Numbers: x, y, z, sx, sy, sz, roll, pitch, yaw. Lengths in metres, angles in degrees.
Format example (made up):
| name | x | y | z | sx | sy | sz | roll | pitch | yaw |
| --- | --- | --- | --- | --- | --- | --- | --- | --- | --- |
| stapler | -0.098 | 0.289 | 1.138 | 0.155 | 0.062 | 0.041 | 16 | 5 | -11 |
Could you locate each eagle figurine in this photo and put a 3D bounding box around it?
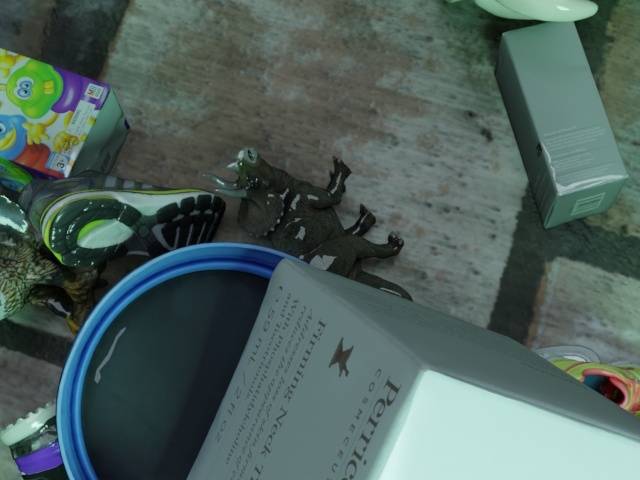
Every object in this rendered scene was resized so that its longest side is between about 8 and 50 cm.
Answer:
| name | x | y | z | sx | sy | sz | roll | pitch | yaw |
| --- | --- | --- | --- | --- | --- | --- | --- | --- | --- |
| eagle figurine | -0.419 | 0.053 | 1.542 | 0.298 | 0.225 | 0.226 | 9 | 83 | -2 |

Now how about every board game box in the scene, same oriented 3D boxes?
| name | x | y | z | sx | sy | sz | roll | pitch | yaw |
| --- | --- | --- | --- | --- | --- | --- | --- | --- | --- |
| board game box | -0.414 | -0.158 | 1.656 | 0.275 | 0.142 | 0.144 | 19 | 73 | 8 |

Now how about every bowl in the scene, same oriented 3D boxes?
| name | x | y | z | sx | sy | sz | roll | pitch | yaw |
| --- | --- | --- | --- | --- | --- | --- | --- | --- | --- |
| bowl | -0.115 | 0.198 | 1.492 | 0.391 | 0.077 | 0.391 | 1 | 87 | -15 |

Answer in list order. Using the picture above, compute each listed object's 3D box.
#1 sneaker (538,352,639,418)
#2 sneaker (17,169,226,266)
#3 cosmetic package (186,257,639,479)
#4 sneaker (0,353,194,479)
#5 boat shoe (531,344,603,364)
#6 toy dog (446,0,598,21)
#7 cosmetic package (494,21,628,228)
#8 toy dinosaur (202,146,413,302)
| name | x | y | z | sx | sy | sz | roll | pitch | yaw |
| --- | --- | --- | --- | --- | --- | --- | --- | --- | --- |
| sneaker | 0.347 | 0.186 | 1.503 | 0.208 | 0.094 | 0.082 | 9 | 90 | -27 |
| sneaker | -0.237 | -0.040 | 1.557 | 0.121 | 0.300 | 0.111 | 37 | 109 | 33 |
| cosmetic package | 0.096 | 0.254 | 1.272 | 0.327 | 0.393 | 0.329 | 21 | 95 | -24 |
| sneaker | -0.232 | 0.227 | 1.551 | 0.293 | 0.102 | 0.146 | -27 | 87 | -11 |
| boat shoe | 0.229 | 0.189 | 1.544 | 0.258 | 0.084 | 0.095 | -21 | 72 | -5 |
| toy dog | 0.373 | -0.432 | 1.613 | 0.407 | 0.285 | 0.395 | -6 | 33 | -8 |
| cosmetic package | 0.307 | -0.154 | 1.635 | 0.107 | 0.127 | 0.238 | -16 | 70 | -4 |
| toy dinosaur | 0.000 | 0.000 | 1.614 | 0.160 | 0.121 | 0.313 | -38 | 96 | -12 |
